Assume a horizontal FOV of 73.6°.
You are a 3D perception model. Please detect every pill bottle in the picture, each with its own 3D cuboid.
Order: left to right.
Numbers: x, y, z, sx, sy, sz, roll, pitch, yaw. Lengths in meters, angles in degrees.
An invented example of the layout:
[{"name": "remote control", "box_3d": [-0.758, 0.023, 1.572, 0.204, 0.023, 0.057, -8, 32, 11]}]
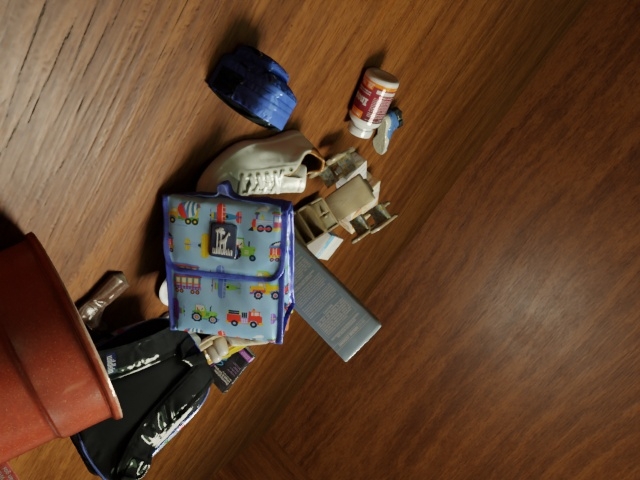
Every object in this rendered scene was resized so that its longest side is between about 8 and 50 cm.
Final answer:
[{"name": "pill bottle", "box_3d": [0.122, -0.330, 1.038, 0.086, 0.086, 0.152, -29, 152, -46]}]

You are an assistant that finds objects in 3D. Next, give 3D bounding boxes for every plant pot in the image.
[{"name": "plant pot", "box_3d": [-0.424, 0.162, 0.497, 0.265, 0.272, 0.272, -26, 150, -34]}]

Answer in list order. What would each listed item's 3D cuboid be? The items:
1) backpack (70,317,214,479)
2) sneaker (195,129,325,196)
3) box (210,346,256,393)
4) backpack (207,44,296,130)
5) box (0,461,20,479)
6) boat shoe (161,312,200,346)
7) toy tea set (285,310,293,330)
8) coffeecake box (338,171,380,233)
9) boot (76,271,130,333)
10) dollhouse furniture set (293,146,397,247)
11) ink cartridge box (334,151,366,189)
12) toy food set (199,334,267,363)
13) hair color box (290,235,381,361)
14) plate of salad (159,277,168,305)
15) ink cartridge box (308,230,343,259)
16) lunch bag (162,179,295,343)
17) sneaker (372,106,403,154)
[{"name": "backpack", "box_3d": [-0.361, 0.288, 0.838, 0.263, 0.276, 0.213, -30, -170, -37]}, {"name": "sneaker", "box_3d": [-0.102, -0.134, 0.845, 0.290, 0.123, 0.106, -34, 157, -36]}, {"name": "box", "box_3d": [-0.301, 0.398, 1.396, 0.162, 0.116, 0.029, -52, 159, 4]}, {"name": "backpack", "box_3d": [-0.097, -0.235, 0.667, 0.101, 0.120, 0.098, -56, 160, 16]}, {"name": "box", "box_3d": [-0.539, 0.444, 0.658, 0.142, 0.300, 0.154, -27, 151, -49]}, {"name": "boat shoe", "box_3d": [-0.411, 0.318, 1.047, 0.320, 0.103, 0.118, -54, 162, 22]}, {"name": "toy tea set", "box_3d": [-0.202, 0.196, 1.251, 0.336, 0.200, 0.124, 65, 22, -71]}, {"name": "coffeecake box", "box_3d": [0.130, -0.127, 1.462, 0.142, 0.068, 0.185, -44, 160, -15]}, {"name": "boot", "box_3d": [-0.391, 0.115, 0.794, 0.114, 0.037, 0.106, -50, 164, -14]}, {"name": "dollhouse furniture set", "box_3d": [0.028, -0.081, 1.112, 0.161, 0.212, 0.242, -34, -178, -43]}, {"name": "ink cartridge box", "box_3d": [0.091, -0.192, 1.278, 0.088, 0.052, 0.122, -46, 159, -13]}, {"name": "toy food set", "box_3d": [-0.313, 0.355, 1.206, 0.306, 0.092, 0.220, -32, 161, 10]}, {"name": "hair color box", "box_3d": [-0.030, 0.098, 1.004, 0.113, 0.374, 0.185, -45, 170, -1]}, {"name": "plate of salad", "box_3d": [-0.272, 0.076, 0.967, 0.200, 0.048, 0.200, -32, 155, -17]}, {"name": "ink cartridge box", "box_3d": [0.000, 0.000, 1.368, 0.090, 0.092, 0.143, -52, 161, 6]}, {"name": "lunch bag", "box_3d": [-0.163, 0.027, 0.796, 0.138, 0.221, 0.293, -74, 169, -62]}, {"name": "sneaker", "box_3d": [0.206, -0.328, 1.273, 0.085, 0.058, 0.152, -34, 150, -20]}]
